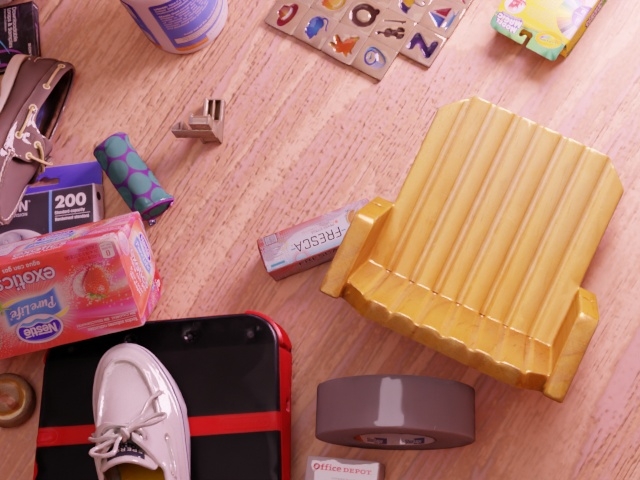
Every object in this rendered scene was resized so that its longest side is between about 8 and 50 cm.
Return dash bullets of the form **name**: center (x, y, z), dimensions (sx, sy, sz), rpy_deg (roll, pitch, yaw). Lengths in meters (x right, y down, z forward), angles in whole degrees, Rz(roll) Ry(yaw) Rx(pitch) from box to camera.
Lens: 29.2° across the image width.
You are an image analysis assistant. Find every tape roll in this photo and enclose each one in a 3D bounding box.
- **tape roll**: center (0.103, 0.238, 1.686), dimensions (0.219, 0.219, 0.072), rpy_deg (-2, 72, 11)

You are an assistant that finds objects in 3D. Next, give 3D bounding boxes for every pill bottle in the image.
- **pill bottle**: center (-0.250, -0.415, 1.930), dimensions (0.152, 0.272, 0.152), rpy_deg (-3, 73, 10)

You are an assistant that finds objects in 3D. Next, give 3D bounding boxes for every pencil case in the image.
- **pencil case**: center (-0.296, -0.100, 1.953), dimensions (0.151, 0.070, 0.064), rpy_deg (53, 124, 18)

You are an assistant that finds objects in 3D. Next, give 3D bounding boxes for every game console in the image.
- **game console**: center (-0.233, 0.275, 1.808), dimensions (0.387, 0.060, 0.342), rpy_deg (-6, 66, 10)

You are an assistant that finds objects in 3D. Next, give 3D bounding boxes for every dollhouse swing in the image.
- **dollhouse swing**: center (0.236, -0.013, 1.680), dimensions (0.347, 0.315, 0.305), rpy_deg (26, 101, 7)

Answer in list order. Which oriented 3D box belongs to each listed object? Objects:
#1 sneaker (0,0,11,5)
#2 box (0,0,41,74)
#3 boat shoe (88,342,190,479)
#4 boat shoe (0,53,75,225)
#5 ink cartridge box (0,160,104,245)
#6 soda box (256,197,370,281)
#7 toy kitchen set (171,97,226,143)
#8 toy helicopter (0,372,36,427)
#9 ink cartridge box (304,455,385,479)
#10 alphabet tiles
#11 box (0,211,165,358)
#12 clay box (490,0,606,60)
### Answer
- **sneaker**: center (-0.555, -0.445, 2.114), dimensions (0.217, 0.079, 0.121), rpy_deg (12, 33, 40)
- **box**: center (-0.558, -0.338, 2.098), dimensions (0.162, 0.029, 0.116), rpy_deg (-11, 71, 7)
- **boat shoe**: center (-0.258, 0.296, 1.684), dimensions (0.136, 0.156, 0.367), rpy_deg (-14, 65, 5)
- **boat shoe**: center (-0.473, -0.160, 1.965), dimensions (0.097, 0.116, 0.324), rpy_deg (4, 58, 8)
- **ink cartridge box**: center (-0.450, -0.028, 1.974), dimensions (0.206, 0.045, 0.208), rpy_deg (-8, 71, 9)
- **soda box**: center (0.000, 0.000, 1.863), dimensions (0.183, 0.063, 0.058), rpy_deg (-20, 73, 5)
- **toy kitchen set**: center (-0.196, -0.201, 1.953), dimensions (0.068, 0.083, 0.075), rpy_deg (0, 73, 11)
- **toy helicopter**: center (-0.617, 0.224, 1.906), dimensions (0.355, 0.140, 0.235), rpy_deg (3, 64, 1)
- **ink cartridge box**: center (0.029, 0.383, 1.739), dimensions (0.109, 0.063, 0.150), rpy_deg (3, 74, 12)
- **alphabet tiles**: center (0.077, -0.423, 2.007), dimensions (0.342, 0.011, 0.285), rpy_deg (30, 81, 18)
- **box**: center (-0.406, 0.072, 1.844), dimensions (0.300, 0.154, 0.142), rpy_deg (-14, 105, 9)
- **clay box**: center (0.373, -0.385, 1.912), dimensions (0.127, 0.053, 0.222), rpy_deg (34, 83, 19)
